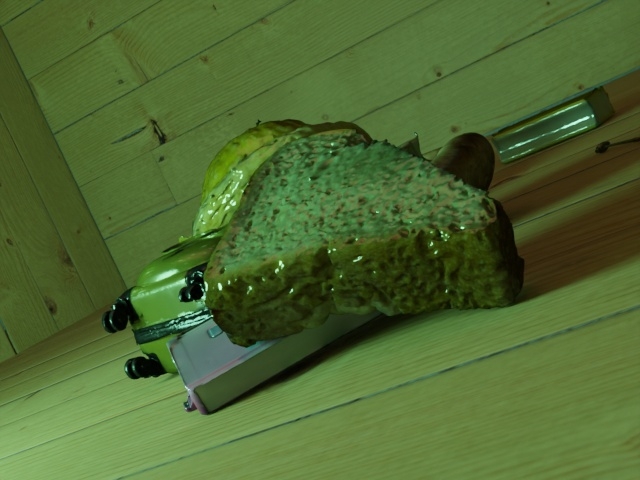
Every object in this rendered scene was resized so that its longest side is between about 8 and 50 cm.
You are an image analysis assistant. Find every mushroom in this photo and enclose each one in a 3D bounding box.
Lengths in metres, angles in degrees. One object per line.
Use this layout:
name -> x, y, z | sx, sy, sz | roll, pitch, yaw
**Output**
mushroom -> 0.102, -0.046, 1.207 | 0.278, 0.146, 0.278 | -29, 7, 4

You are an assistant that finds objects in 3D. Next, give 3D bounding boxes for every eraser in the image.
eraser -> 0.475, -0.237, 1.917 | 0.226, 0.069, 0.158 | -21, 8, 35

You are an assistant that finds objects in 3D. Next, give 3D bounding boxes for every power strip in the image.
power strip -> -0.018, 0.069, 0.899 | 0.278, 0.038, 0.109 | -29, 27, -8

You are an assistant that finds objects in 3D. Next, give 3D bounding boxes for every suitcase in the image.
suitcase -> -0.132, 0.063, 1.180 | 0.193, 0.143, 0.235 | -21, 8, 39

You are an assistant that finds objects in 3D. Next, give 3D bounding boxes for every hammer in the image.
hammer -> 0.437, -0.141, 1.342 | 0.029, 0.014, 0.123 | -35, 8, -17

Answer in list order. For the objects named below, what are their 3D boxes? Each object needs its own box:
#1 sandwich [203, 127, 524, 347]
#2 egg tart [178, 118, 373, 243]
sandwich -> 0.051, -0.025, 0.854 | 0.288, 0.100, 0.254 | -11, 29, 29
egg tart -> -0.079, -0.085, 1.662 | 0.387, 0.169, 0.388 | -27, -28, -15
